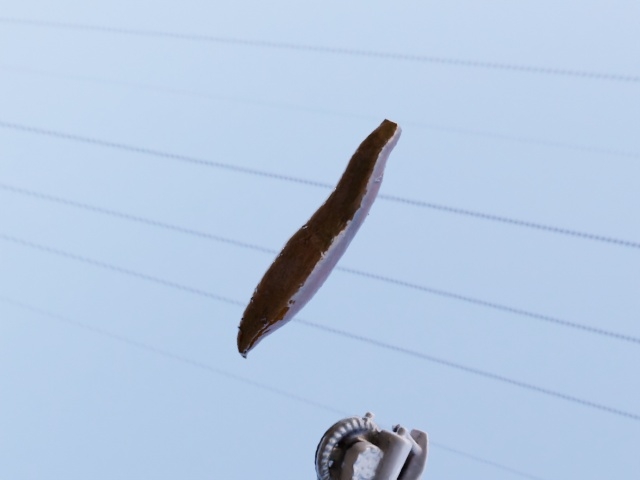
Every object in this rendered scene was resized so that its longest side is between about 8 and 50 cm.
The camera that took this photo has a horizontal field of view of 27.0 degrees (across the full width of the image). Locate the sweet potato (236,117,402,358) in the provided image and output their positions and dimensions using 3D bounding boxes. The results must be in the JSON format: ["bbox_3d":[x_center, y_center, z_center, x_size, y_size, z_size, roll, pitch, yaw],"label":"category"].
[{"bbox_3d":[0.000,0.000,1.258,0.057,0.057,0.264,30,-98,44],"label":"sweet potato"}]

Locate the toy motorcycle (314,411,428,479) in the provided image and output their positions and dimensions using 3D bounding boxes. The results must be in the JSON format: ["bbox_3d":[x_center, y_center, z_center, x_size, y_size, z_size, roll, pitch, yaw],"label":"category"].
[{"bbox_3d":[0.047,0.281,1.178,0.110,0.171,0.260,14,-83,55],"label":"toy motorcycle"}]
